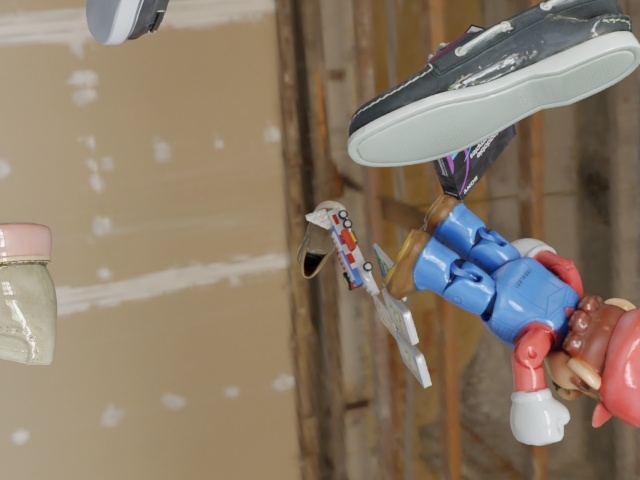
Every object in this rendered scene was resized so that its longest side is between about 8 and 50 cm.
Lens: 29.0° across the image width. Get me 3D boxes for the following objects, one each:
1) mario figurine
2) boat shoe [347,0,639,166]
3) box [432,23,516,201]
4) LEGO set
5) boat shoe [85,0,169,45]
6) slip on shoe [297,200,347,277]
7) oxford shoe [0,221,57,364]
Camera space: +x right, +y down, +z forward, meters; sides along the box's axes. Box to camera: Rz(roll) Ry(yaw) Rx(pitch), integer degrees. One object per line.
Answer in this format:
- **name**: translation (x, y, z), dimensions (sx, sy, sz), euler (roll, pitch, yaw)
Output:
- **mario figurine**: translation (0.222, 0.100, 1.324), dimensions (0.320, 0.198, 0.170), euler (34, -2, 11)
- **boat shoe**: translation (0.162, -0.162, 1.230), dimensions (0.114, 0.302, 0.091), euler (69, 2, -66)
- **box**: translation (0.159, -0.136, 1.347), dimensions (0.029, 0.116, 0.162), euler (24, -26, 35)
- **LEGO set**: translation (0.057, 0.065, 1.585), dimensions (0.244, 0.060, 0.182), euler (-127, -163, -60)
- **boat shoe**: translation (-0.146, -0.259, 1.119), dimensions (0.080, 0.076, 0.228), euler (60, -36, 21)
- **slip on shoe**: translation (0.000, 0.000, 1.684), dimensions (0.135, 0.051, 0.041), euler (123, -19, -47)
- **oxford shoe**: translation (-0.425, 0.089, 1.160), dimensions (0.140, 0.397, 0.146), euler (2, 76, -67)
